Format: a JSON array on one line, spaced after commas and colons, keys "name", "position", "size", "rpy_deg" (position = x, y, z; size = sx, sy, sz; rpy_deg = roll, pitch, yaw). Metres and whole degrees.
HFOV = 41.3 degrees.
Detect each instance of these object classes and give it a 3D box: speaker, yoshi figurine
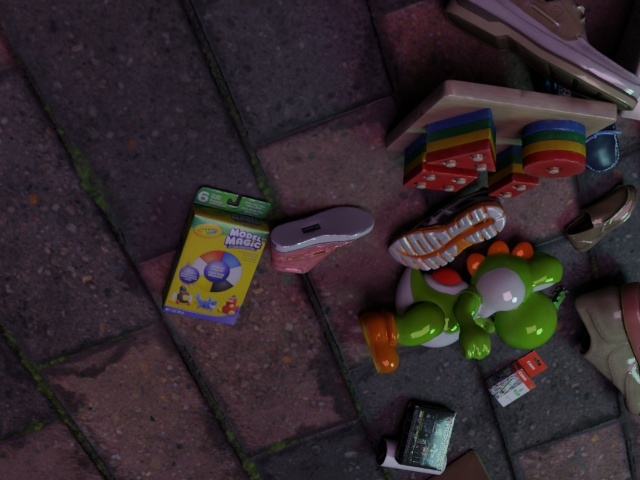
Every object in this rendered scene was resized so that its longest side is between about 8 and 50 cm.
[{"name": "speaker", "position": [0.181, 0.434, 1.704], "size": [0.136, 0.055, 0.055], "rpy_deg": [13, 118, -17]}, {"name": "yoshi figurine", "position": [0.261, 0.146, 1.477], "size": [0.362, 0.203, 0.203], "rpy_deg": [-21, 138, 0]}]

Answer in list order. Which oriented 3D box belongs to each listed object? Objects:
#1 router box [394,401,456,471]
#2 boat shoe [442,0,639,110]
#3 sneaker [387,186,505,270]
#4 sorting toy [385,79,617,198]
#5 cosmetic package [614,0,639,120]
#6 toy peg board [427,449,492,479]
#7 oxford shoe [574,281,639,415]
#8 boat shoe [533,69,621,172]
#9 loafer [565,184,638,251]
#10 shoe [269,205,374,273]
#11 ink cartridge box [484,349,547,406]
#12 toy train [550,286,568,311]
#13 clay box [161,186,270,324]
[{"name": "router box", "position": [0.205, 0.382, 1.659], "size": [0.092, 0.038, 0.122], "rpy_deg": [14, 90, -17]}, {"name": "boat shoe", "position": [0.327, -0.292, 1.195], "size": [0.302, 0.113, 0.103], "rpy_deg": [32, 94, 7]}, {"name": "sneaker", "position": [0.211, -0.020, 1.422], "size": [0.215, 0.083, 0.084], "rpy_deg": [-23, 123, 26]}, {"name": "sorting toy", "position": [0.255, -0.134, 1.256], "size": [0.257, 0.255, 0.089], "rpy_deg": [6, 78, -13]}, {"name": "cosmetic package", "position": [0.528, -0.323, 1.225], "size": [0.129, 0.153, 0.296], "rpy_deg": [13, 117, 2]}, {"name": "toy peg board", "position": [0.302, 0.547, 1.744], "size": [0.161, 0.160, 0.079], "rpy_deg": [-39, 135, 14]}, {"name": "oxford shoe", "position": [0.567, 0.212, 1.626], "size": [0.130, 0.123, 0.348], "rpy_deg": [-5, 127, 24]}, {"name": "boat shoe", "position": [0.403, -0.196, 1.339], "size": [0.109, 0.089, 0.258], "rpy_deg": [-37, 120, 13]}, {"name": "loafer", "position": [0.484, -0.041, 1.468], "size": [0.050, 0.056, 0.148], "rpy_deg": [27, 113, -30]}, {"name": "shoe", "position": [0.000, 0.000, 1.408], "size": [0.178, 0.063, 0.081], "rpy_deg": [-14, 146, -16]}, {"name": "ink cartridge box", "position": [0.385, 0.269, 1.656], "size": [0.115, 0.029, 0.063], "rpy_deg": [-35, 120, 12]}, {"name": "toy train", "position": [0.434, 0.121, 1.582], "size": [0.024, 0.017, 0.083], "rpy_deg": [14, 118, -29]}, {"name": "clay box", "position": [-0.170, 0.028, 1.393], "size": [0.128, 0.053, 0.222], "rpy_deg": [13, 119, -18]}]
